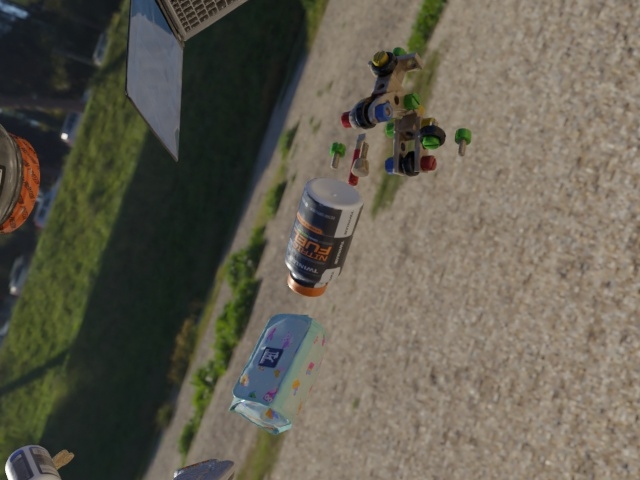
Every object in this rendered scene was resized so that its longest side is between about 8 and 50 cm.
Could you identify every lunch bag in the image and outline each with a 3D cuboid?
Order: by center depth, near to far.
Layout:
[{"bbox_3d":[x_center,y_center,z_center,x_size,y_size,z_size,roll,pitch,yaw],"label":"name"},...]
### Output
[{"bbox_3d":[-0.083,0.287,2.023,0.223,0.160,0.262,-62,1,-22],"label":"lunch bag"}]

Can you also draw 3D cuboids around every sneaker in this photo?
[{"bbox_3d":[-0.202,0.514,1.753,0.321,0.124,0.180,124,131,-79],"label":"sneaker"}]

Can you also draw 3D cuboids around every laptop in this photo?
[{"bbox_3d":[-0.204,-0.404,1.750,0.408,0.236,0.382,-34,-12,-3],"label":"laptop"}]

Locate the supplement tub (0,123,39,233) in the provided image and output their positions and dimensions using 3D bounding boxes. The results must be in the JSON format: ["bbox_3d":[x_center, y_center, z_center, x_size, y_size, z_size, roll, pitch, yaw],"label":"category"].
[{"bbox_3d":[-0.561,-0.102,1.280,0.193,0.316,0.194,-6,80,34],"label":"supplement tub"}]

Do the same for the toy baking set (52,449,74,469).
[{"bbox_3d":[-0.561,0.492,1.778,0.256,0.030,0.196,-52,-14,29],"label":"toy baking set"}]

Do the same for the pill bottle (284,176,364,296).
[{"bbox_3d":[0.000,0.000,1.981,0.130,0.130,0.246,-88,12,-59],"label":"pill bottle"}]

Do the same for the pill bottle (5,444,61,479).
[{"bbox_3d":[-0.477,0.412,1.569,0.137,0.078,0.078,37,109,54],"label":"pill bottle"}]

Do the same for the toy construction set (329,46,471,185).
[{"bbox_3d":[0.152,-0.281,2.073,0.309,0.257,0.237,-31,41,54],"label":"toy construction set"}]
